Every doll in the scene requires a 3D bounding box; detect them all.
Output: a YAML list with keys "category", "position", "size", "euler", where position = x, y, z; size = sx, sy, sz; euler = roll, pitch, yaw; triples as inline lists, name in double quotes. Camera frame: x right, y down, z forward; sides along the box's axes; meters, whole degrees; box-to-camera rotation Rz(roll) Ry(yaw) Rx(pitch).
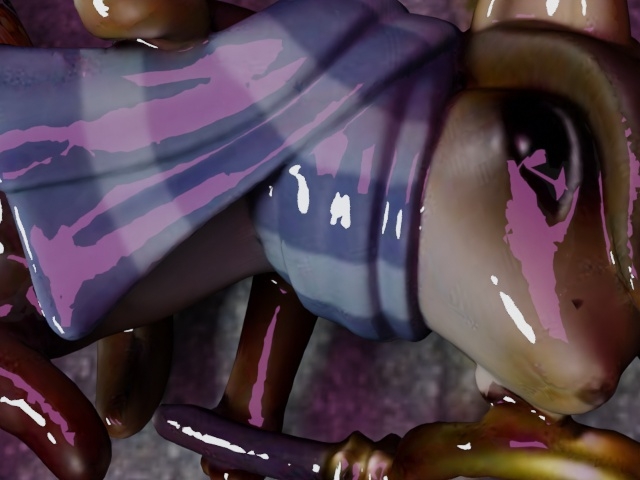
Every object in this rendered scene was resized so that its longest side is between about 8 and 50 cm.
- category: "doll"
  position: [-0.001, 0.003, 0.539]
  size: [0.340, 0.318, 0.209]
  euler: [-3, 36, 5]

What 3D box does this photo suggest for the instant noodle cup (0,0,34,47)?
- category: "instant noodle cup"
  position: [-0.264, -0.090, 0.649]
  size: [0.250, 0.250, 0.192]
  euler: [-35, 73, -4]
